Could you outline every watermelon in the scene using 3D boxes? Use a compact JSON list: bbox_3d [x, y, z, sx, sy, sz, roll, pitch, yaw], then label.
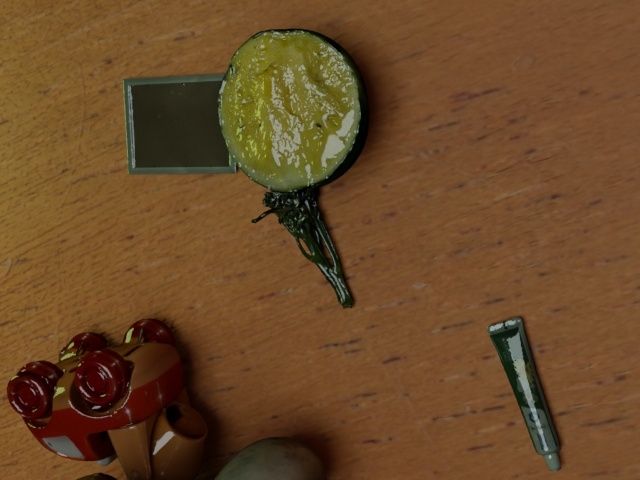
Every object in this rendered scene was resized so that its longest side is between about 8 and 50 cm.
[{"bbox_3d":[-0.022,-0.163,1.452,0.204,0.127,0.232,-20,87,25],"label":"watermelon"}]

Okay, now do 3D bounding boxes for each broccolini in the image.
[{"bbox_3d":[-0.007,0.004,1.507,0.074,0.058,0.201,-31,83,31],"label":"broccolini"}]

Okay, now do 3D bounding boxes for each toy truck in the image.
[{"bbox_3d":[-0.297,0.256,1.607,0.265,0.189,0.239,-12,100,25],"label":"toy truck"}]

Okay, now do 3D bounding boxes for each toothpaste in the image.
[{"bbox_3d":[0.270,0.200,1.425,0.049,0.031,0.204,-21,87,23],"label":"toothpaste"}]

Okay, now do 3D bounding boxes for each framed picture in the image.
[{"bbox_3d":[-0.203,-0.167,1.597,0.183,0.011,0.141,1,97,24],"label":"framed picture"}]

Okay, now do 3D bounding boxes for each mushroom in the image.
[{"bbox_3d":[-0.054,0.394,1.485,0.244,0.243,0.243,3,99,24],"label":"mushroom"}]

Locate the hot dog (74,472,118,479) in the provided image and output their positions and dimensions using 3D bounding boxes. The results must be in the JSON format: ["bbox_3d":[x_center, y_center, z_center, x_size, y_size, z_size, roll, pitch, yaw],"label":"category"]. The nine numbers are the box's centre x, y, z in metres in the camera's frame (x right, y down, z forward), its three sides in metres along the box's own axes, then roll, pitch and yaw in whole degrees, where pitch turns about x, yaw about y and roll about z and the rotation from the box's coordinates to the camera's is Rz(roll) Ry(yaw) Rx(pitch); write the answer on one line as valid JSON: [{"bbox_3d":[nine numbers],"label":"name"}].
[{"bbox_3d":[-0.262,0.493,1.465,0.365,0.196,0.367,-11,94,62],"label":"hot dog"}]
